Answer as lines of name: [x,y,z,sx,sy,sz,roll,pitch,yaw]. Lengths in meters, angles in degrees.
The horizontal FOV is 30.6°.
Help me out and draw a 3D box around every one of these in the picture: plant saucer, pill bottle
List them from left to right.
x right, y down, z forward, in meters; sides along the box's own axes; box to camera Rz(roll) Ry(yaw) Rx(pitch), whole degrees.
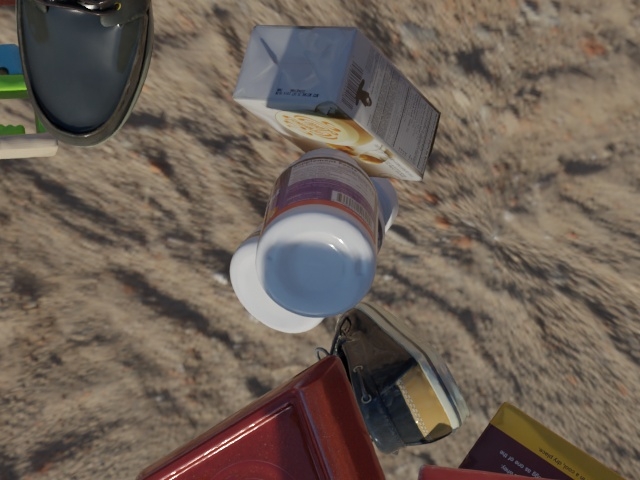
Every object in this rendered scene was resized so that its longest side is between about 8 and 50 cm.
plant saucer: [-0.054,0.266,1.036,0.259,0.048,0.258,-33,60,22]
pill bottle: [0.000,0.000,1.659,0.153,0.264,0.153,18,129,23]
pill bottle: [0.001,-0.017,1.098,0.108,0.193,0.108,1,115,3]

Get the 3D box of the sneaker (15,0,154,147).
sneaker: [-0.136,-0.146,0.625,0.083,0.118,0.222,8,111,0]

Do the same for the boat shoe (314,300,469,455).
boat shoe: [0.079,0.215,1.825,0.156,0.500,0.186,-30,101,-7]

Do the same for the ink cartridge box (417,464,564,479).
ink cartridge box: [0.157,0.195,0.391,0.273,0.197,0.114,6,126,6]

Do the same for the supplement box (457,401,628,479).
supplement box: [0.157,0.254,0.803,0.191,0.129,0.194,32,79,27]

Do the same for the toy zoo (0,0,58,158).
toy zoo: [-0.342,-0.212,1.023,0.192,0.030,0.293,-4,79,-20]

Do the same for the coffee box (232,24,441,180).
coffee box: [0.026,-0.161,1.401,0.141,0.246,0.098,8,77,30]
